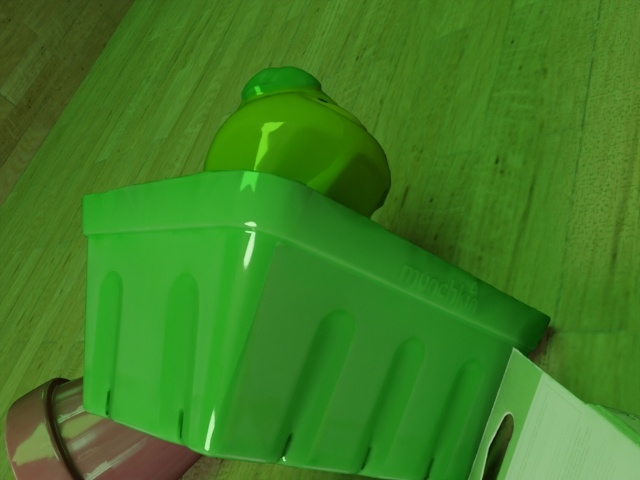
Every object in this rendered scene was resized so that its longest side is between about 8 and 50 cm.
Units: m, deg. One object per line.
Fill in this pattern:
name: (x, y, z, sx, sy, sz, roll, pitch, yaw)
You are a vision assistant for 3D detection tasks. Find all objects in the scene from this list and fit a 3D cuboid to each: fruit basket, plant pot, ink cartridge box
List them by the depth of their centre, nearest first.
ink cartridge box: (0.164, 0.187, 0.427, 0.235, 0.056, 0.171, -109, 36, -82)
fruit basket: (0.000, 0.000, 0.576, 0.283, 0.392, 0.391, -1, 56, 45)
plant pot: (-0.226, 0.224, 0.766, 0.180, 0.201, 0.201, -32, 36, -5)
